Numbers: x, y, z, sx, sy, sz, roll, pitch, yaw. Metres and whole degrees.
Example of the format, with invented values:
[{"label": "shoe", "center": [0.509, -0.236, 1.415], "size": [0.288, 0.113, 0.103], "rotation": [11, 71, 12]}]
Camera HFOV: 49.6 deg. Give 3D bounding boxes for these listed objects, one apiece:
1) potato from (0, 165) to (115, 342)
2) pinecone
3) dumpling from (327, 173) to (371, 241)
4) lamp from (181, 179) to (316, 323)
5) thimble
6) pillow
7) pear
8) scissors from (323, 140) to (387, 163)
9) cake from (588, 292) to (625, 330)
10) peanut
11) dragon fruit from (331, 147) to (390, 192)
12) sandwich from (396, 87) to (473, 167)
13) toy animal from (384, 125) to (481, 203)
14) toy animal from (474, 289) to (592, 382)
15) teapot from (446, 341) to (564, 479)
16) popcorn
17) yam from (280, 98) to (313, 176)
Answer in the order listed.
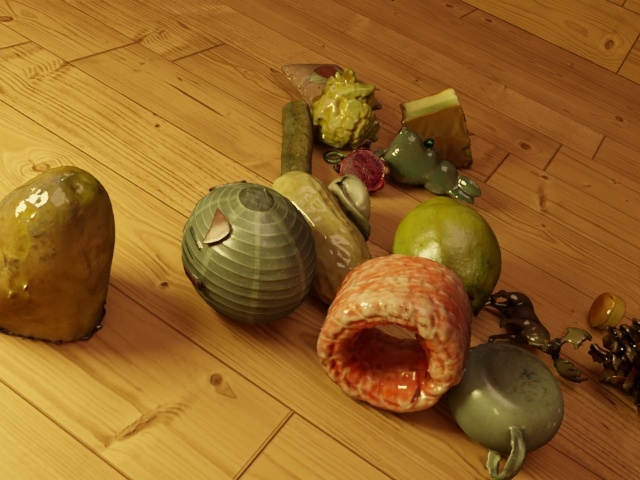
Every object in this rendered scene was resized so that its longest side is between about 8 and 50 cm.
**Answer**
[{"label": "potato", "center": [-0.404, 0.004, 1.029], "size": [0.229, 0.266, 0.229], "rotation": [16, 36, -12]}, {"label": "pinecone", "center": [0.621, 0.230, 1.293], "size": [0.204, 0.179, 0.184], "rotation": [6, -4, -12]}, {"label": "dumpling", "center": [0.058, -0.062, 1.446], "size": [0.092, 0.176, 0.150], "rotation": [-15, 81, -22]}, {"label": "lamp", "center": [-0.121, 0.012, 1.178], "size": [0.233, 0.233, 0.265], "rotation": [7, 33, -17]}, {"label": "thimble", "center": [0.126, 0.146, 1.121], "size": [0.239, 0.239, 0.162], "rotation": [22, 33, 2]}, {"label": "pillow", "center": [0.027, -0.419, 1.923], "size": [0.223, 0.084, 0.236], "rotation": [-13, 53, -35]}, {"label": "pear", "center": [0.245, 0.031, 1.349], "size": [0.212, 0.212, 0.269], "rotation": [8, 43, -17]}, {"label": "scissors", "center": [0.101, -0.212, 1.747], "size": [0.133, 0.020, 0.187], "rotation": [30, 37, 21]}, {"label": "cake", "center": [0.607, 0.150, 1.470], "size": [0.044, 0.084, 0.084], "rotation": [25, 36, -3]}, {"label": "peanut", "center": [0.000, 0.000, 1.321], "size": [0.152, 0.152, 0.313], "rotation": [-13, 55, -37]}, {"label": "dragon fruit", "center": [0.098, -0.159, 1.628], "size": [0.126, 0.068, 0.112], "rotation": [-26, 93, -6]}, {"label": "sandwich", "center": [0.302, -0.273, 1.857], "size": [0.186, 0.220, 0.108], "rotation": [-17, 40, 11]}, {"label": "toy animal", "center": [0.273, -0.165, 1.713], "size": [0.251, 0.127, 0.125], "rotation": [36, 25, -2]}, {"label": "toy animal", "center": [0.417, 0.175, 1.338], "size": [0.186, 0.094, 0.214], "rotation": [11, 34, -17]}, {"label": "teapot", "center": [0.299, 0.264, 1.143], "size": [0.193, 0.129, 0.294], "rotation": [18, 38, -3]}, {"label": "popcorn", "center": [0.061, -0.328, 1.722], "size": [0.167, 0.185, 0.187], "rotation": [-6, 76, 1]}, {"label": "yam", "center": [-0.055, -0.231, 1.653], "size": [0.083, 0.083, 0.371], "rotation": [11, 37, -12]}]
